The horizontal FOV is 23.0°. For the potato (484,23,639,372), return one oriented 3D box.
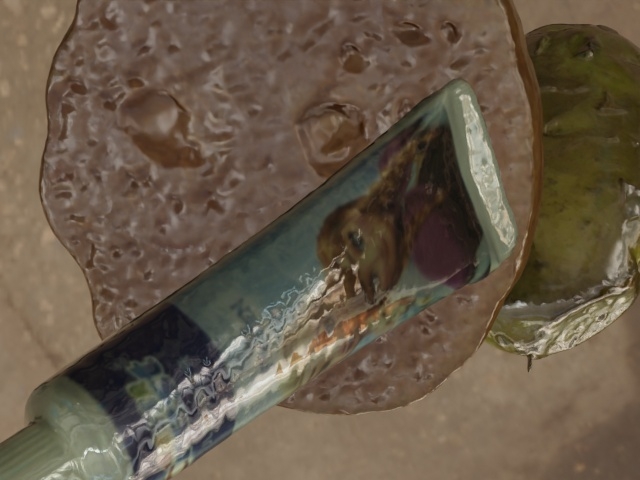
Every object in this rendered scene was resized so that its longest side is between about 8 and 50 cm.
[{"bbox_3d":[0.144,-0.030,0.972,0.149,0.251,0.113,4,148,16],"label":"potato"}]

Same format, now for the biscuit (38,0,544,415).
[{"bbox_3d":[-0.014,-0.041,0.804,0.257,0.049,0.273,7,109,3],"label":"biscuit"}]

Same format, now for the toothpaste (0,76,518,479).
[{"bbox_3d":[-0.015,0.020,0.428,0.216,0.037,0.062,-33,114,-40],"label":"toothpaste"}]
